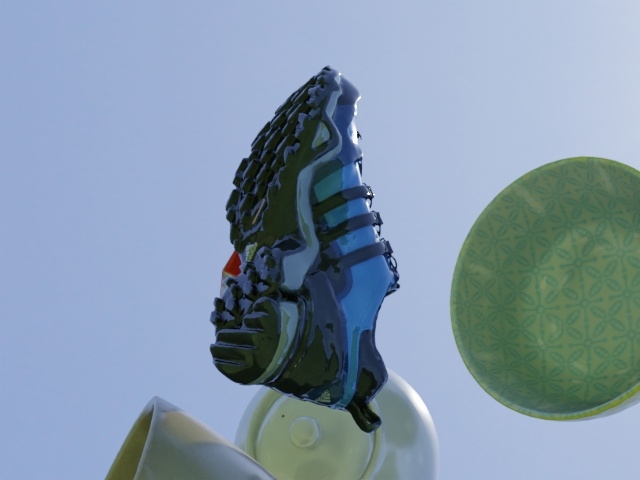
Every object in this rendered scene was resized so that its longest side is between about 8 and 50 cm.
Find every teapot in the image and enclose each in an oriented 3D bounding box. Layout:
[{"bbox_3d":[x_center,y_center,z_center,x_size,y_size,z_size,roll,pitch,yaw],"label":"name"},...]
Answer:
[{"bbox_3d":[0.007,0.225,1.395,0.252,0.187,0.256,-39,-119,-3],"label":"teapot"}]

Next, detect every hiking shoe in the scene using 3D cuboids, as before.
[{"bbox_3d":[0.000,0.000,0.997,0.132,0.304,0.113,30,-39,-25],"label":"hiking shoe"}]

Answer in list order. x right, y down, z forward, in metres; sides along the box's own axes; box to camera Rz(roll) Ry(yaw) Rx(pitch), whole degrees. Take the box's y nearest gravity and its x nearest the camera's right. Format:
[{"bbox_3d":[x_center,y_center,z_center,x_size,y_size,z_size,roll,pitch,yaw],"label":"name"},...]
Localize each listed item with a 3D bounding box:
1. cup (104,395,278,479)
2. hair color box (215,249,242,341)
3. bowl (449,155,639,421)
[{"bbox_3d":[-0.088,0.318,0.987,0.237,0.331,0.331,24,-69,-9],"label":"cup"},{"bbox_3d":[-0.050,0.058,1.107,0.072,0.043,0.141,25,-30,6],"label":"hair color box"},{"bbox_3d":[0.305,0.067,1.400,0.289,0.156,0.290,-15,-115,35],"label":"bowl"}]
